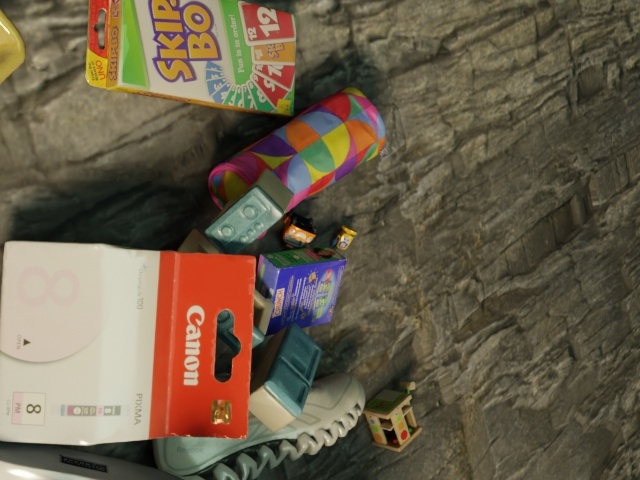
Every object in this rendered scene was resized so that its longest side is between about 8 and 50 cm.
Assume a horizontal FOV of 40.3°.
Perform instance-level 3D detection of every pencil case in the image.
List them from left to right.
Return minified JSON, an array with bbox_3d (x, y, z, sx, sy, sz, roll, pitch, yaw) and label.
[{"bbox_3d":[-0.022,-0.094,1.029,0.236,0.104,0.104,-34,113,-36],"label":"pencil case"}]

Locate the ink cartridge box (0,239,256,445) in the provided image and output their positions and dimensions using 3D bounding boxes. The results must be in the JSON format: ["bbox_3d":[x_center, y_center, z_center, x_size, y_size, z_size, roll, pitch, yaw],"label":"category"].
[{"bbox_3d":[-0.184,0.098,0.830,0.232,0.066,0.189,3,89,1],"label":"ink cartridge box"}]

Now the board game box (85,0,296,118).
[{"bbox_3d":[-0.135,-0.214,0.968,0.259,0.039,0.124,3,89,-39],"label":"board game box"}]

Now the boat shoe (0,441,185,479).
[{"bbox_3d":[-0.214,0.261,0.841,0.258,0.095,0.084,20,93,-10],"label":"boat shoe"}]

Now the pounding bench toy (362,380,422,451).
[{"bbox_3d":[0.107,0.237,1.182,0.083,0.052,0.065,-34,113,-36],"label":"pounding bench toy"}]

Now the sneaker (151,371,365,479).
[{"bbox_3d":[-0.064,0.198,0.999,0.292,0.110,0.118,-18,94,-41],"label":"sneaker"}]

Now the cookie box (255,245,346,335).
[{"bbox_3d":[-0.028,0.058,1.044,0.107,0.040,0.091,-7,119,-42],"label":"cookie box"}]

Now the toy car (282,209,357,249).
[{"bbox_3d":[0.000,0.000,1.080,0.122,0.060,0.040,19,109,-35],"label":"toy car"}]

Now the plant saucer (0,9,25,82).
[{"bbox_3d":[-0.453,-0.160,0.649,0.333,0.081,0.332,51,59,-30],"label":"plant saucer"}]

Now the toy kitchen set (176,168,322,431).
[{"bbox_3d":[-0.050,0.062,0.912,0.207,0.166,0.122,45,28,-13],"label":"toy kitchen set"}]
